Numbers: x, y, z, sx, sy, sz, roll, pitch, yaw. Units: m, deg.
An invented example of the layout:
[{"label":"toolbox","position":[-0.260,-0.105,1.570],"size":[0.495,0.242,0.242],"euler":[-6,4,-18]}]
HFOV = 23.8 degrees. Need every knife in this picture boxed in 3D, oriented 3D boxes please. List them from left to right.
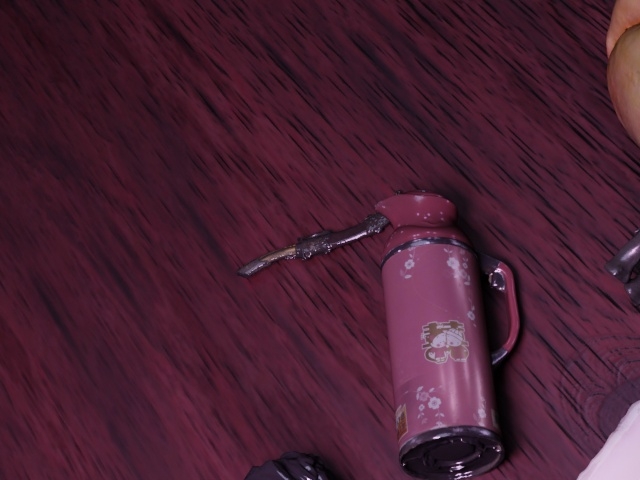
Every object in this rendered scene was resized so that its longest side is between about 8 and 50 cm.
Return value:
[{"label":"knife","position":[0.002,0.004,1.803],"size":[0.222,0.021,0.045],"euler":[-25,53,9]}]

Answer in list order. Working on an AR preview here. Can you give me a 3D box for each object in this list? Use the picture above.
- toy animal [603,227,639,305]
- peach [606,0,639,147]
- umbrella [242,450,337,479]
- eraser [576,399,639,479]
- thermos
[{"label":"toy animal","position":[0.393,0.032,1.507],"size":[0.146,0.114,0.245],"euler":[-42,50,1]},{"label":"peach","position":[0.430,-0.188,1.549],"size":[0.292,0.247,0.292],"euler":[-26,57,48]},{"label":"umbrella","position":[-0.123,0.345,1.625],"size":[0.340,0.118,0.118],"euler":[-38,50,11]},{"label":"eraser","position":[0.326,0.296,1.364],"size":[0.331,0.150,0.331],"euler":[-14,58,23]},{"label":"thermos","position":[0.136,0.081,1.624],"size":[0.136,0.109,0.330],"euler":[-18,54,19]}]
